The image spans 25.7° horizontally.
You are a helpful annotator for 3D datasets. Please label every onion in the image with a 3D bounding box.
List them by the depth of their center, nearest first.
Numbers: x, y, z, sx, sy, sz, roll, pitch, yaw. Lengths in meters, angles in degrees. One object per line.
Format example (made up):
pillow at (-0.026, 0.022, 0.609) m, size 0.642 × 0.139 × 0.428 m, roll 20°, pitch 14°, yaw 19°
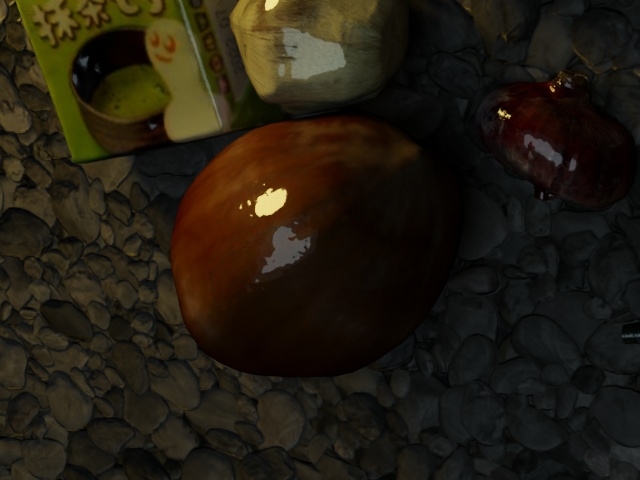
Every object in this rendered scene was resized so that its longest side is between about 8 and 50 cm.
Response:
onion at (0.274, -0.118, 1.659) m, size 0.206 × 0.098 × 0.151 m, roll 25°, pitch 121°, yaw 17°

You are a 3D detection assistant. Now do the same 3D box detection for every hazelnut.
hazelnut at (-0.006, 0.004, 1.709) m, size 0.366 × 0.366 × 0.366 m, roll 10°, pitch 114°, yaw 24°

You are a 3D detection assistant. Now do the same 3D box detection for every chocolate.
chocolate at (-0.231, -0.254, 1.843) m, size 0.301 × 0.137 × 0.289 m, roll -10°, pitch 105°, yaw 30°

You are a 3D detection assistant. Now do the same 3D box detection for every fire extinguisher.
fire extinguisher at (0.413, 0.111, 1.724) m, size 0.083 × 0.025 × 0.038 m, roll -3°, pitch 85°, yaw 29°

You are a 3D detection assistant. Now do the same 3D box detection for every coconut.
coconut at (-0.008, -0.251, 1.690) m, size 0.224 × 0.224 × 0.224 m, roll 10°, pitch 114°, yaw 24°
